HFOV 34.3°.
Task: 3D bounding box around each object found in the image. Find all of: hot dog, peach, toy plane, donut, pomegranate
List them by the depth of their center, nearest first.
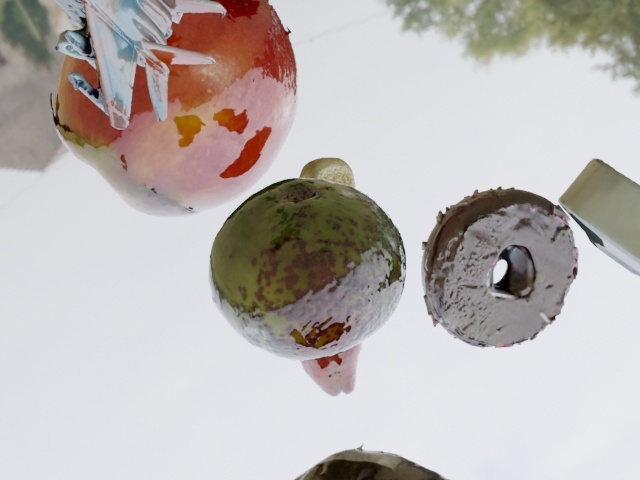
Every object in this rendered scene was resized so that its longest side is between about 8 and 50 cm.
[{"bbox_3d":[-0.198,-0.226,0.864,0.104,0.326,0.223,2,-105,29],"label":"toy plane"},{"bbox_3d":[-0.007,0.061,1.090,0.214,0.248,0.214,-10,-159,4],"label":"pomegranate"},{"bbox_3d":[0.000,0.000,1.514,0.084,0.243,0.073,-2,-175,-33],"label":"hot dog"},{"bbox_3d":[-0.208,-0.224,1.545,0.370,0.370,0.370,-25,-162,8],"label":"peach"},{"bbox_3d":[0.275,0.039,1.616,0.269,0.270,0.103,-30,-155,-8],"label":"donut"}]

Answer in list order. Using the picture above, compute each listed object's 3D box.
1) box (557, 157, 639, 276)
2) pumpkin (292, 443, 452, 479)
[{"bbox_3d":[0.452,0.038,1.247,0.090,0.373,0.367,-55,169,9],"label":"box"},{"bbox_3d":[0.065,0.331,0.993,0.260,0.260,0.189,-17,173,30],"label":"pumpkin"}]
